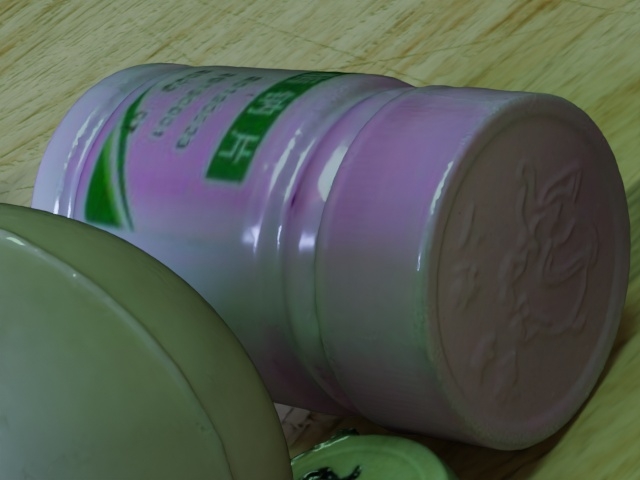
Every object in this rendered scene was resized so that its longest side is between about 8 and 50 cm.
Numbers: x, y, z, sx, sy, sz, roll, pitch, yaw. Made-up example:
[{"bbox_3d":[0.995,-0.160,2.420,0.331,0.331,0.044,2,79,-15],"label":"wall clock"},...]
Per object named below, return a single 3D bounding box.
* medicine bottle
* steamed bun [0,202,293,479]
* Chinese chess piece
[{"bbox_3d":[0.000,0.000,1.195,0.325,0.212,0.212,8,45,42],"label":"medicine bottle"},{"bbox_3d":[-0.180,0.161,0.939,0.374,0.334,0.334,-63,25,20],"label":"steamed bun"},{"bbox_3d":[0.016,0.170,1.079,0.144,0.058,0.144,-18,32,12],"label":"Chinese chess piece"}]
